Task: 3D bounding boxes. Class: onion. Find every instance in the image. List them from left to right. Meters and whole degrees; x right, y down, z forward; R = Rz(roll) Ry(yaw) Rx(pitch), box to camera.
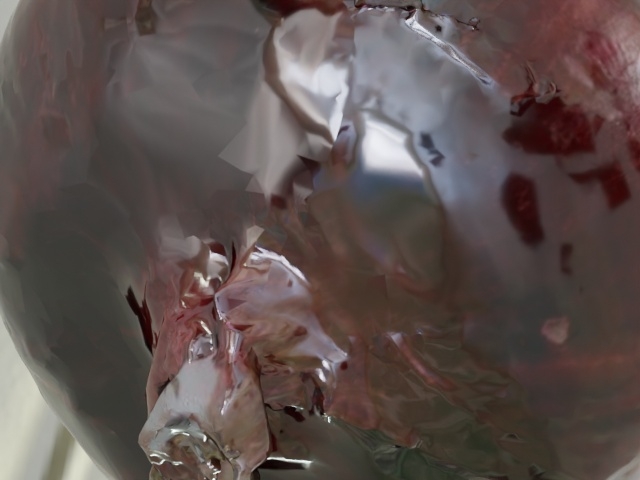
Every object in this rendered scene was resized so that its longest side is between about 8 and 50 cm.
[{"bbox_3d":[0.000,0.000,0.691,0.232,0.314,0.314,-40,-49,-53],"label":"onion"}]
